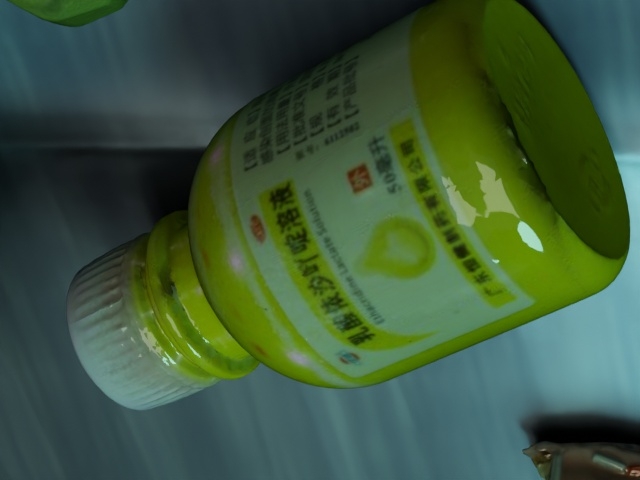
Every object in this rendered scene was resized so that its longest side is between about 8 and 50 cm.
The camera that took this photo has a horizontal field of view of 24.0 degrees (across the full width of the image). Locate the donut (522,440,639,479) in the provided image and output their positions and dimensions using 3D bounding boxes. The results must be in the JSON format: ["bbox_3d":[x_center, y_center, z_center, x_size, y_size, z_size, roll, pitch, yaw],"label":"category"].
[{"bbox_3d":[0.153,0.165,0.674,0.117,0.065,0.166,-5,120,18],"label":"donut"}]

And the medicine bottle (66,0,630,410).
[{"bbox_3d":[0.000,0.000,0.584,0.212,0.122,0.122,-26,110,26],"label":"medicine bottle"}]

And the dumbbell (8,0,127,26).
[{"bbox_3d":[-0.181,-0.193,0.528,0.302,0.121,0.108,32,94,-5],"label":"dumbbell"}]
